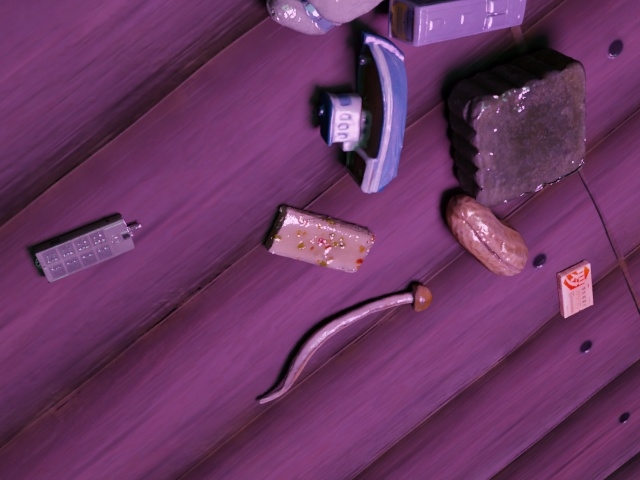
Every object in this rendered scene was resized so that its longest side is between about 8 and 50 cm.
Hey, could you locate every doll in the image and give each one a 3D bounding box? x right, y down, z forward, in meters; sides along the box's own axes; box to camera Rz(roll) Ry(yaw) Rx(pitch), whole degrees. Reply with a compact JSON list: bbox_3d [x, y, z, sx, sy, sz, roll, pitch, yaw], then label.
[{"bbox_3d":[0.035,-0.310,1.042,0.214,0.071,0.103,-36,127,-3],"label":"doll"}]

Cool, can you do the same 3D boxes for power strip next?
[{"bbox_3d":[-0.285,0.007,1.104,0.136,0.019,0.051,-22,123,-13],"label":"power strip"}]

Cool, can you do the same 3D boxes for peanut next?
[{"bbox_3d":[0.244,-0.010,1.323,0.080,0.080,0.174,-47,122,5],"label":"peanut"}]

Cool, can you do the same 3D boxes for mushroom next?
[{"bbox_3d":[0.030,0.145,1.333,0.306,0.043,0.068,-30,102,-6],"label":"mushroom"}]

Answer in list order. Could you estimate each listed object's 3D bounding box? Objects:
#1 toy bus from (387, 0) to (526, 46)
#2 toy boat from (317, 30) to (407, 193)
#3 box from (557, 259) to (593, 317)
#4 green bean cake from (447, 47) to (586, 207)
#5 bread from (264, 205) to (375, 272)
[{"bbox_3d":[0.173,-0.289,1.112,0.190,0.075,0.064,-17,124,-27],"label":"toy bus"},{"bbox_3d":[0.050,-0.159,1.130,0.102,0.088,0.215,-5,121,-20],"label":"toy boat"},{"bbox_3d":[0.429,0.082,1.503,0.058,0.015,0.093,-23,126,-10],"label":"box"},{"bbox_3d":[0.273,-0.155,1.237,0.183,0.094,0.185,-24,126,-12],"label":"green bean cake"},{"bbox_3d":[0.000,0.000,1.236,0.153,0.028,0.068,16,112,-31],"label":"bread"}]
